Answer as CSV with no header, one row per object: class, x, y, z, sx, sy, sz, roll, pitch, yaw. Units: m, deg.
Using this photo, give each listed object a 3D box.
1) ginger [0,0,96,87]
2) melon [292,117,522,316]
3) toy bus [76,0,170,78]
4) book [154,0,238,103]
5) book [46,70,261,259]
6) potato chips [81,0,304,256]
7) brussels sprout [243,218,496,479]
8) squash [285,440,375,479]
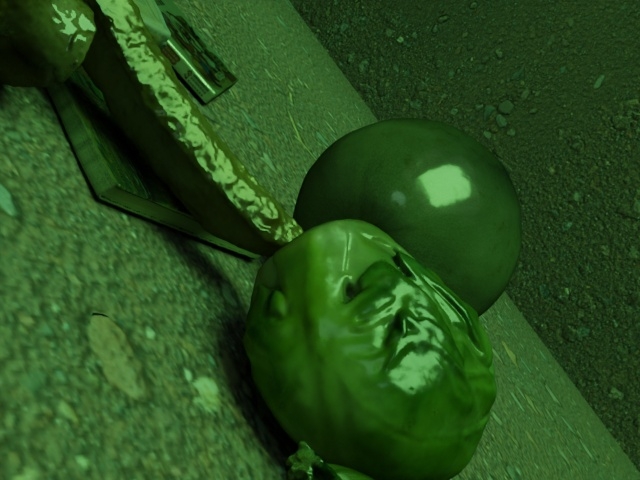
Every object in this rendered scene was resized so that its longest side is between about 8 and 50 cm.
ginger,-0.265,-0.213,0.506,0.263,0.116,0.109,46,-2,-35
melon,0.097,-0.014,0.876,0.308,0.272,0.272,43,15,-54
toy bus,-0.265,-0.298,0.779,0.138,0.097,0.342,16,38,-56
book,-0.223,-0.308,1.072,0.264,0.027,0.202,49,15,-11
book,-0.145,-0.068,0.711,0.160,0.024,0.228,56,15,28
potato chips,-0.144,-0.142,0.631,0.080,0.057,0.407,-39,101,-41
brussels sprout,0.036,0.096,0.613,0.223,0.161,0.223,25,37,-21
squash,0.048,0.209,0.529,0.252,0.066,0.066,40,17,-36
